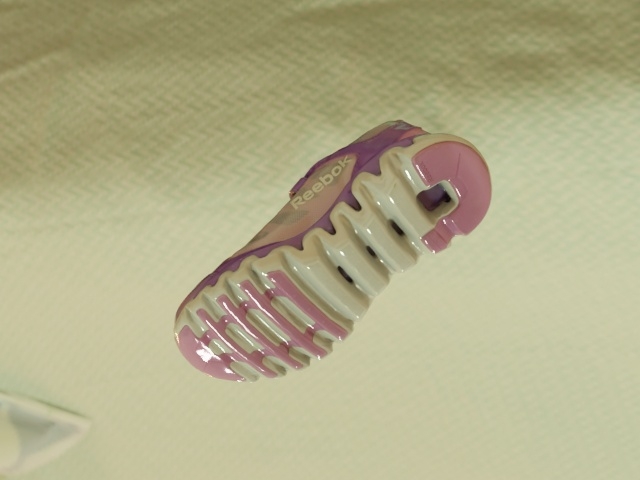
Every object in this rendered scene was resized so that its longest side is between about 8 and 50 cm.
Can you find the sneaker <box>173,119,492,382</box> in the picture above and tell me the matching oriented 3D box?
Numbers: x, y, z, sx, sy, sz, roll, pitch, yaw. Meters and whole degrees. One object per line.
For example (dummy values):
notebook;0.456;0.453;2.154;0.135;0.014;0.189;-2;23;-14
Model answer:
sneaker;0.000;0.000;0.866;0.236;0.104;0.095;-37;124;3
